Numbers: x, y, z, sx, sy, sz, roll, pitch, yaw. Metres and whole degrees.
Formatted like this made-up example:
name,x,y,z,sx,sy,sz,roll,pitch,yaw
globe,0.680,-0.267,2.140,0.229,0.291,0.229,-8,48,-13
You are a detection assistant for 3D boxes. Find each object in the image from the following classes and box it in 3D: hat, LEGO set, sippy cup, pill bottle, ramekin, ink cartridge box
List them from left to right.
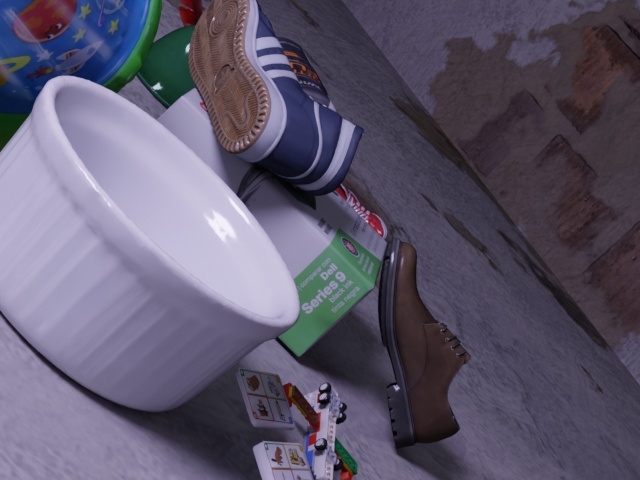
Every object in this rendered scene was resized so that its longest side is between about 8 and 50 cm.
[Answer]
name,x,y,z,sx,sy,sz,roll,pitch,yaw
sippy cup,-0.271,-0.237,1.229,0.305,0.240,0.224,62,0,13
ramekin,-0.160,0.009,1.186,0.277,0.135,0.277,43,13,-13
hat,-0.142,-0.265,1.922,0.208,0.183,0.173,35,18,-40
ink cartridge box,-0.073,-0.036,1.604,0.289,0.121,0.211,45,14,-5
pill bottle,-0.049,-0.190,2.105,0.130,0.130,0.246,37,16,-33
LEGO set,-0.006,0.210,1.275,0.244,0.060,0.182,18,50,-63

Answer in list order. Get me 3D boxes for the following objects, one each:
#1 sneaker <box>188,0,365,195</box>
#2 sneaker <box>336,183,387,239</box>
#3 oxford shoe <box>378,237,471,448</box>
name,x,y,z,sx,sy,sz,roll,pitch,yaw
sneaker,-0.046,-0.156,1.550,0.153,0.099,0.282,28,29,-33
sneaker,0.048,-0.043,2.161,0.118,0.042,0.067,46,7,32
oxford shoe,0.111,0.106,1.571,0.083,0.096,0.227,-69,151,-82
